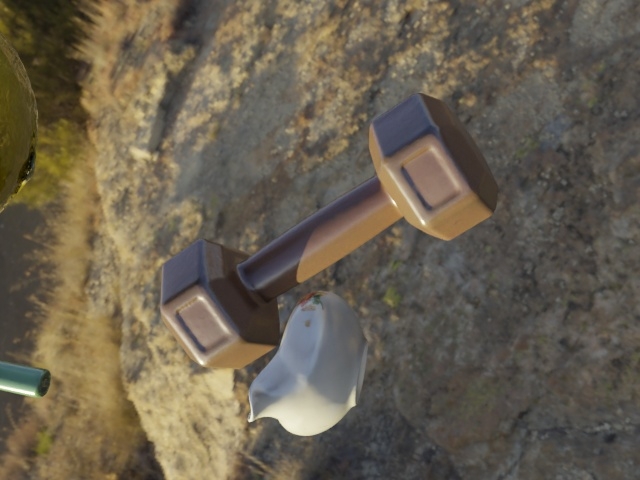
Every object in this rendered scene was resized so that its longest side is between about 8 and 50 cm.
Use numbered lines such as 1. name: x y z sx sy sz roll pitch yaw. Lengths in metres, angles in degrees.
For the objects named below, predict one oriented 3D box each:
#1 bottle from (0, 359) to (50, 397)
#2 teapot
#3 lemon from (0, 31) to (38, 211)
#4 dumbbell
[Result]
1. bottle: -0.325 0.141 0.823 0.030 0.083 0.030 10 -90 -85
2. teapot: 0.001 0.121 0.810 0.226 0.092 0.145 -54 -26 -67
3. lemon: -0.252 -0.070 0.446 0.206 0.173 0.173 23 86 50
4. dumbbell: 0.000 0.000 0.515 0.231 0.092 0.082 -32 6 16
